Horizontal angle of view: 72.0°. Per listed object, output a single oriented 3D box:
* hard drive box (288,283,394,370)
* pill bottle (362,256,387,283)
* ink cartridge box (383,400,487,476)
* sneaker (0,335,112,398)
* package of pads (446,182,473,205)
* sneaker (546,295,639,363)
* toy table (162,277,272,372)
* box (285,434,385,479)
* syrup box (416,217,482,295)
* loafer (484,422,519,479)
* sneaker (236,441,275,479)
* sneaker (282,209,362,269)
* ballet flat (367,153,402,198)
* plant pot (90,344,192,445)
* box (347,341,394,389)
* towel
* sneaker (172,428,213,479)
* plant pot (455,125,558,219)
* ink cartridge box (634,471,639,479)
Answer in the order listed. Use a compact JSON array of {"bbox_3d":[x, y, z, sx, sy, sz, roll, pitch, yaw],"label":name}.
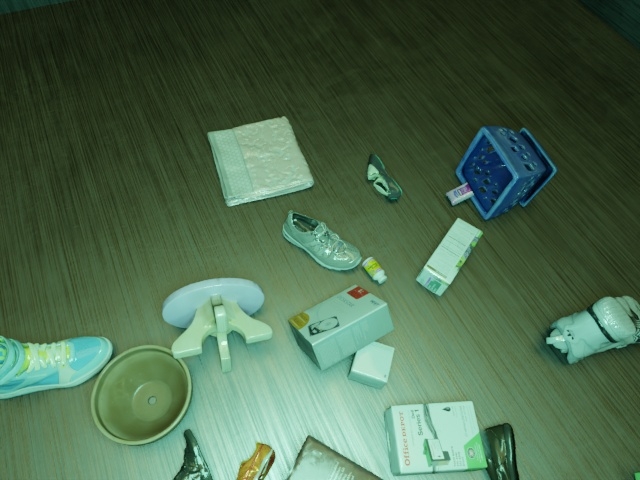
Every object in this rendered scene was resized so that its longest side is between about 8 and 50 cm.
[{"bbox_3d":[0.054,0.232,1.214,0.232,0.089,0.181,-25,20,-19],"label":"hard drive box"},{"bbox_3d":[0.172,0.095,1.384,0.043,0.043,0.083,-30,66,-20],"label":"pill bottle"},{"bbox_3d":[0.285,0.503,1.122,0.219,0.093,0.160,-2,59,-6],"label":"ink cartridge box"},{"bbox_3d":[-0.710,0.297,1.102,0.318,0.208,0.127,-17,61,-14],"label":"sneaker"},{"bbox_3d":[0.492,-0.163,1.553,0.083,0.032,0.050,-27,65,10],"label":"package of pads"},{"bbox_3d":[0.816,0.261,1.289,0.365,0.210,0.138,11,52,-39],"label":"sneaker"},{"bbox_3d":[-0.274,0.220,1.180,0.274,0.252,0.161,-17,45,-8],"label":"toy table"},{"bbox_3d":[0.017,0.585,1.011,0.203,0.167,0.168,27,62,12],"label":"box"},{"bbox_3d":[0.409,0.051,1.400,0.096,0.093,0.237,33,62,14],"label":"syrup box"},{"bbox_3d":[0.455,0.579,1.112,0.078,0.080,0.220,-10,56,28],"label":"loafer"},{"bbox_3d":[-0.177,0.581,1.070,0.067,0.064,0.175,16,52,28],"label":"sneaker"},{"bbox_3d":[0.000,0.000,1.385,0.281,0.115,0.105,25,61,10],"label":"sneaker"},{"bbox_3d":[0.210,-0.224,1.563,0.074,0.074,0.203,-24,66,-17],"label":"ballet flat"},{"bbox_3d":[-0.441,0.396,1.121,0.237,0.110,0.238,2,60,-4],"label":"plant pot"},{"bbox_3d":[0.138,0.338,1.212,0.101,0.087,0.102,17,60,6],"label":"box"},{"bbox_3d":[-0.220,-0.296,1.582,0.316,0.053,0.332,-15,63,-13],"label":"towel"},{"bbox_3d":[-0.322,0.557,1.068,0.089,0.051,0.170,-24,67,-23],"label":"sneaker"},{"bbox_3d":[0.644,-0.242,1.516,0.212,0.236,0.236,-11,60,-17],"label":"plant pot"},{"bbox_3d":[0.867,0.680,1.001,0.114,0.198,0.273,7,60,-2],"label":"ink cartridge box"}]
